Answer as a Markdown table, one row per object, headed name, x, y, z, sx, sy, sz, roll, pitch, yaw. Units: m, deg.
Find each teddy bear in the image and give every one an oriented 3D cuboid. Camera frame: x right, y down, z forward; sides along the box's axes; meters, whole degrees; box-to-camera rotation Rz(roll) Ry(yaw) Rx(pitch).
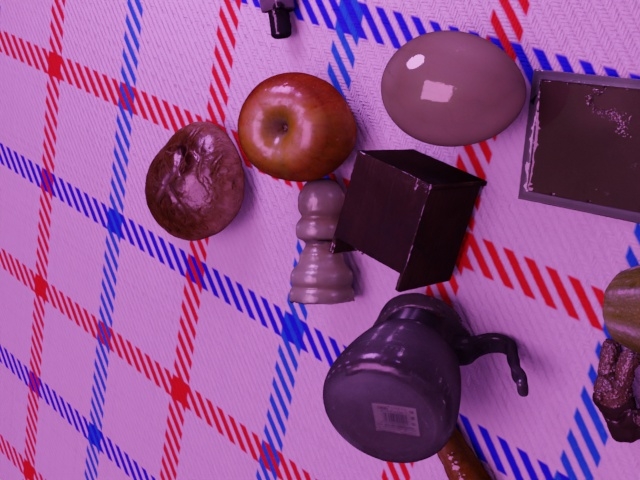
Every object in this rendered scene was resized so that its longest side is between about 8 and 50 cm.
| name | x | y | z | sx | sy | sz | roll | pitch | yaw |
| --- | --- | --- | --- | --- | --- | --- | --- | --- | --- |
| teddy bear | 0.455 | 0.240 | 1.331 | 0.119 | 0.078 | 0.160 | -161 | 59 | -69 |

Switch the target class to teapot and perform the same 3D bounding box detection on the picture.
| name | x | y | z | sx | sy | sz | roll | pitch | yaw |
| --- | --- | --- | --- | --- | --- | --- | --- | --- | --- |
| teapot | 0.178 | 0.198 | 1.474 | 0.305 | 0.285 | 0.223 | -30 | 104 | 33 |

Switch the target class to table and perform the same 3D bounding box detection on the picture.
| name | x | y | z | sx | sy | sz | roll | pitch | yaw |
| --- | --- | --- | --- | --- | --- | --- | --- | --- | --- |
| table | 0.151 | -0.040 | 1.501 | 0.169 | 0.173 | 0.193 | 29 | 114 | 36 |

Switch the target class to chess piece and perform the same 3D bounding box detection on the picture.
| name | x | y | z | sx | sy | sz | roll | pitch | yaw |
| --- | --- | --- | --- | --- | --- | --- | --- | --- | --- |
| chess piece | 0.000 | 0.000 | 1.689 | 0.133 | 0.133 | 0.243 | 2 | 94 | 43 |

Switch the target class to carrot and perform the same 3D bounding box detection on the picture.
| name | x | y | z | sx | sy | sz | roll | pitch | yaw |
| --- | --- | --- | --- | --- | --- | --- | --- | --- | --- |
| carrot | 0.234 | 0.360 | 1.588 | 0.078 | 0.078 | 0.298 | -43 | 64 | 39 |

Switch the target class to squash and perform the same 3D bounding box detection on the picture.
| name | x | y | z | sx | sy | sz | roll | pitch | yaw |
| --- | --- | --- | --- | --- | --- | --- | --- | --- | --- |
| squash | 0.491 | 0.098 | 1.231 | 0.123 | 0.170 | 0.170 | 2 | 100 | 62 |

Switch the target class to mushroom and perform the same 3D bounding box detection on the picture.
| name | x | y | z | sx | sy | sz | roll | pitch | yaw |
| --- | --- | --- | --- | --- | --- | --- | --- | --- | --- |
| mushroom | -0.281 | -0.131 | 1.905 | 0.278 | 0.146 | 0.278 | 2 | 93 | 40 |

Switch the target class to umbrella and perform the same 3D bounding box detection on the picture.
| name | x | y | z | sx | sy | sz | roll | pitch | yaw |
| --- | --- | --- | --- | --- | --- | --- | --- | --- | --- |
| umbrella | -0.102 | -0.566 | 1.698 | 0.073 | 0.067 | 0.337 | -5 | 96 | 57 |

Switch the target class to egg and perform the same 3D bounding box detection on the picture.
| name | x | y | z | sx | sy | sz | roll | pitch | yaw |
| --- | --- | --- | --- | --- | --- | --- | --- | --- | --- |
| egg | 0.211 | -0.243 | 1.391 | 0.242 | 0.186 | 0.185 | 15 | 109 | 38 |

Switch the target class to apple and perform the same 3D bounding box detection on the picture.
| name | x | y | z | sx | sy | sz | roll | pitch | yaw |
| --- | --- | --- | --- | --- | --- | --- | --- | --- | --- |
| apple | -0.039 | -0.214 | 1.647 | 0.235 | 0.173 | 0.210 | 31 | 113 | 25 |

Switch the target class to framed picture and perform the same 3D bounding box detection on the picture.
| name | x | y | z | sx | sy | sz | roll | pitch | yaw |
| --- | --- | --- | --- | --- | --- | --- | --- | --- | --- |
| framed picture | 0.435 | -0.143 | 1.321 | 0.273 | 0.016 | 0.216 | 17 | 111 | 40 |
